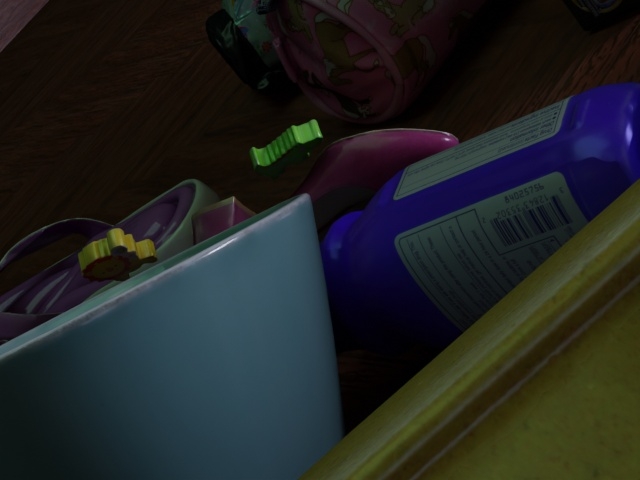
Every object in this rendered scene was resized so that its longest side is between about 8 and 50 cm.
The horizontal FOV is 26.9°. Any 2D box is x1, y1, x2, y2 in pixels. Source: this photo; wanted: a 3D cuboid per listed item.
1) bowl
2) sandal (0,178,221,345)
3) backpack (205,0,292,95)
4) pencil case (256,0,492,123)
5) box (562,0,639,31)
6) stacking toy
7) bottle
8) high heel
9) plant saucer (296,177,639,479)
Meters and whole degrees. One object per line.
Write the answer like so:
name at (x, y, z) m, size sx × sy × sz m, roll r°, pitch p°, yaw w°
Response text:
bowl at (-0.109, 0.113, 0.744) m, size 0.311 × 0.163 × 0.311 m, roll -27°, pitch 4°, yaw 2°
sandal at (-0.267, 0.041, 1.285) m, size 0.416 × 0.102 × 0.169 m, roll -32°, pitch 26°, yaw 24°
backpack at (-0.028, -0.244, 1.379) m, size 0.182 × 0.115 × 0.152 m, roll -39°, pitch 21°, yaw 1°
pencil case at (0.108, -0.285, 1.190) m, size 0.386 × 0.167 × 0.160 m, roll -52°, pitch -7°, yaw -19°
box at (0.199, -0.326, 1.038) m, size 0.060 × 0.216 × 0.270 m, roll -20°, pitch 32°, yaw 40°
stacking toy at (-0.073, 0.031, 0.971) m, size 0.221 × 0.052 × 0.167 m, roll -32°, pitch 58°, yaw 21°
bottle at (0.085, 0.006, 0.785) m, size 0.282 × 0.118 × 0.092 m, roll -23°, pitch 31°, yaw 39°
high heel at (0.000, 0.000, 1.007) m, size 0.244 × 0.082 × 0.117 m, roll -18°, pitch 60°, yaw 22°
plant saucer at (0.113, 0.132, 0.363) m, size 0.332 × 0.081 × 0.333 m, roll -41°, pitch 54°, yaw -7°
